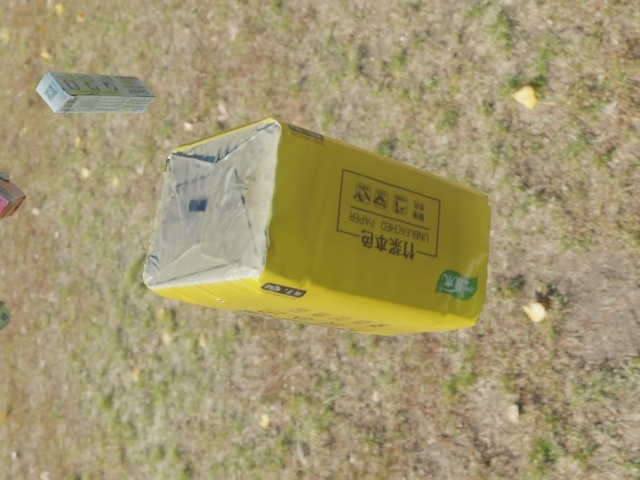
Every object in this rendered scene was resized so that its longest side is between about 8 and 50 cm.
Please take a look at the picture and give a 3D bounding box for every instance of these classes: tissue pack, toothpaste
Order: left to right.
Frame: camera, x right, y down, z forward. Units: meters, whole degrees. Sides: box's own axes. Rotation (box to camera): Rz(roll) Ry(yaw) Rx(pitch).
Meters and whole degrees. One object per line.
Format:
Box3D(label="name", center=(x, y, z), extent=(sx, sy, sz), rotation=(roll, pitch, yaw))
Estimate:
Box3D(label="toothpaste", center=(-0.539, -0.358, 2.023), extent=(0.081, 0.336, 0.067), rotation=(49, 113, 10))
Box3D(label="tissue pack", center=(0.000, 0.000, 1.132), extent=(0.293, 0.381, 0.229), rotation=(-8, 73, 50))

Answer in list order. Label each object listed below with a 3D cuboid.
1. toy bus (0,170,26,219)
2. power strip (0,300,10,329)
Box3D(label="toy bus", center=(-0.628, -0.117, 1.492), extent=(0.065, 0.192, 0.077), rotation=(-50, 5, 14))
Box3D(label="power strip", center=(-0.766, 0.209, 1.714), extent=(0.141, 0.261, 0.230), rotation=(-22, 107, 49))
